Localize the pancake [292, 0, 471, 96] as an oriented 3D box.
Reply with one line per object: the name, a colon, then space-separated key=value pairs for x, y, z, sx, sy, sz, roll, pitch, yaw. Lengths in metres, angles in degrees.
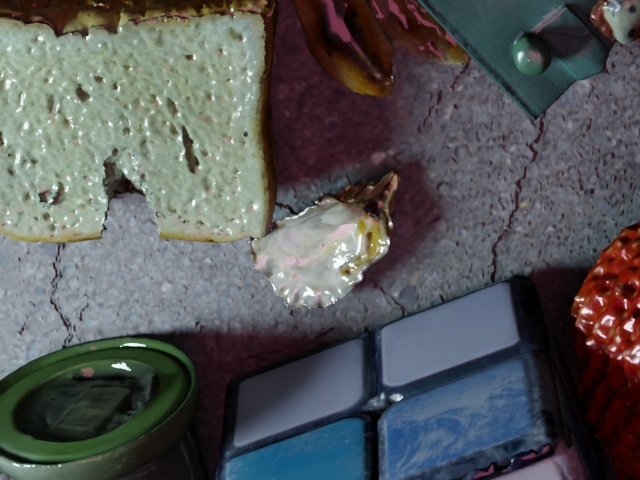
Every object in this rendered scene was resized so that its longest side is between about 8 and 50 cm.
pancake: x=0.040 y=-0.235 z=1.593 sx=0.257 sy=0.056 sz=0.212 roll=35 pitch=110 yaw=-16

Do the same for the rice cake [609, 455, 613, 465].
rice cake: x=0.284 y=0.207 z=1.829 sx=0.022 sy=0.021 sz=0.121 roll=-17 pitch=115 yaw=19

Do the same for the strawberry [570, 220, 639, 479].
strawberry: x=0.365 y=0.136 z=1.617 sx=0.267 sy=0.351 sz=0.312 roll=-26 pitch=108 yaw=2

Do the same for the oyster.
oyster: x=0.000 y=0.000 z=1.712 sx=0.122 sy=0.045 sz=0.146 roll=8 pitch=123 yaw=-8

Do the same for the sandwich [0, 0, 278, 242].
sandwich: x=-0.169 y=-0.110 z=1.622 sx=0.273 sy=0.095 sz=0.249 roll=-1 pitch=124 yaw=1

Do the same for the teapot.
teapot: x=-0.200 y=0.278 z=1.776 sx=0.271 sy=0.200 sz=0.337 roll=2 pitch=120 yaw=27

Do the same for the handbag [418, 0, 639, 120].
handbag: x=0.185 y=-0.268 z=1.525 sx=0.269 sy=0.100 sz=0.274 roll=-43 pitch=114 yaw=7

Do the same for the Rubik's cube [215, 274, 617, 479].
Rubik's cube: x=0.106 y=0.266 z=1.690 sx=0.316 sy=0.318 sz=0.313 roll=-20 pitch=112 yaw=11
